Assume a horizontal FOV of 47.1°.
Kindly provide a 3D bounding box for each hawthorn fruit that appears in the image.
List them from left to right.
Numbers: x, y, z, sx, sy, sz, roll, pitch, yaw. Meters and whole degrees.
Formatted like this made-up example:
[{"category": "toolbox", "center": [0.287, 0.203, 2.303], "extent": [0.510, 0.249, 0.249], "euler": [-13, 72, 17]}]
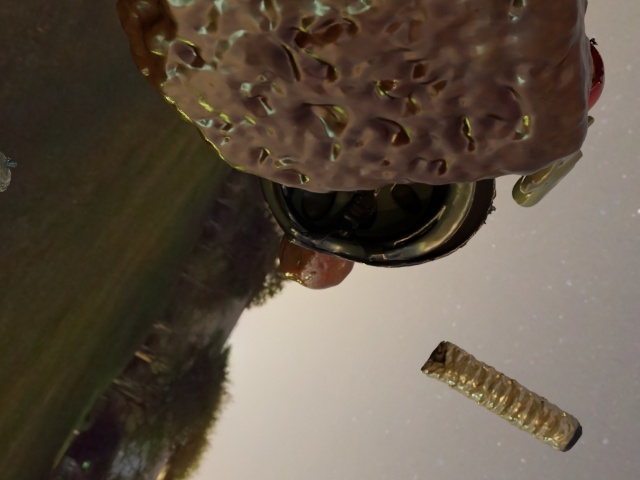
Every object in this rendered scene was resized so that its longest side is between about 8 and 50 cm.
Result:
[{"category": "hawthorn fruit", "center": [-0.009, 0.014, 1.332], "extent": [0.149, 0.149, 0.189], "euler": [-61, 162, -11]}]

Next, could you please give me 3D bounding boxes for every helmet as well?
[{"category": "helmet", "center": [0.073, -0.086, 0.997], "extent": [0.177, 0.305, 0.225], "euler": [-82, -177, -83]}]

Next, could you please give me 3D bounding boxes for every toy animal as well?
[{"category": "toy animal", "center": [-0.578, -0.170, 1.164], "extent": [0.070, 0.079, 0.253], "euler": [-60, 146, -25]}]

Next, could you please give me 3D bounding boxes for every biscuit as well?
[{"category": "biscuit", "center": [0.040, -0.189, 0.657], "extent": [0.342, 0.395, 0.166], "euler": [53, 39, -54]}, {"category": "biscuit", "center": [0.241, 0.208, 0.974], "extent": [0.061, 0.219, 0.055], "euler": [-51, 164, -30]}]

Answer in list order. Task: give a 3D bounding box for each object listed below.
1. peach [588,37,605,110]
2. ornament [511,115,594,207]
[{"category": "peach", "center": [0.433, -0.317, 1.402], "extent": [0.226, 0.190, 0.196], "euler": [-148, -128, -66]}, {"category": "ornament", "center": [0.429, -0.134, 1.380], "extent": [0.245, 0.061, 0.230], "euler": [-40, 168, -20]}]
